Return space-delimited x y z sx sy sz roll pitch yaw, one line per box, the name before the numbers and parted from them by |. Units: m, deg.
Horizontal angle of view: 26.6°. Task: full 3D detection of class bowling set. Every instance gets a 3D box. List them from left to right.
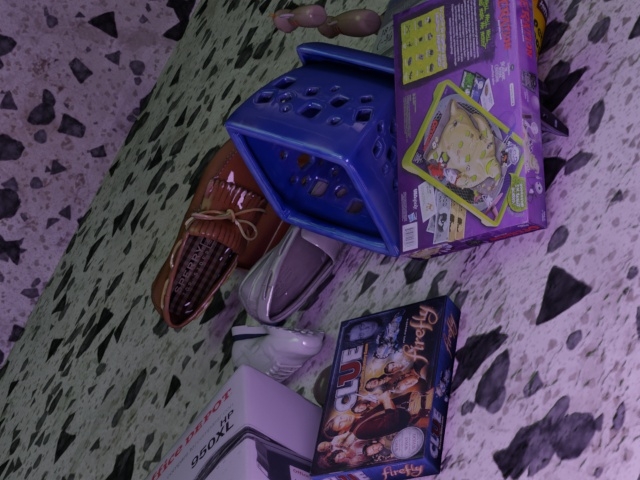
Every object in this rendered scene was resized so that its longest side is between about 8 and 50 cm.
bowling set | 0.047 -0.304 2.320 0.154 0.287 0.200 8 96 58

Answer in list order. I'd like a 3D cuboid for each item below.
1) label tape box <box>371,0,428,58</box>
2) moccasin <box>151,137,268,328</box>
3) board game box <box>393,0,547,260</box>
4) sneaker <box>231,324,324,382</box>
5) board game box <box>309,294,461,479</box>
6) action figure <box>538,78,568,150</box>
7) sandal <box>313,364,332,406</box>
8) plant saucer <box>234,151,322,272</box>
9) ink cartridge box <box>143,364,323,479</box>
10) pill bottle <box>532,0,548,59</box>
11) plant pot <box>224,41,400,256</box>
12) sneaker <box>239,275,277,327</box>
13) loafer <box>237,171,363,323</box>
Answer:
label tape box | 0.198 -0.358 2.162 0.240 0.106 0.334 -25 40 54
moccasin | -0.183 -0.019 2.374 0.380 0.139 0.147 -55 22 10
board game box | 0.188 -0.162 1.754 0.208 0.056 0.347 -18 66 46
sneaker | -0.065 0.179 2.084 0.235 0.090 0.095 -13 68 62
board game box | 0.083 0.191 1.697 0.165 0.042 0.243 -17 42 30
action figure | 0.202 -0.099 1.833 0.285 0.099 0.185 -48 31 36
sandal | 0.044 0.184 1.837 0.219 0.060 0.090 -12 51 59
plant saucer | -0.085 -0.054 2.461 0.258 0.047 0.259 -62 21 -7
ink cartridge box | -0.115 0.393 1.751 0.285 0.166 0.395 -50 20 19
pill bottle | 0.258 -0.293 1.927 0.117 0.117 0.215 -30 36 51
plant pot | 0.040 -0.146 1.975 0.236 0.236 0.212 17 62 35
sneaker | -0.089 0.084 2.264 0.085 0.058 0.152 -56 25 22
loafer | 0.000 0.000 2.110 0.319 0.112 0.111 -54 29 -2
